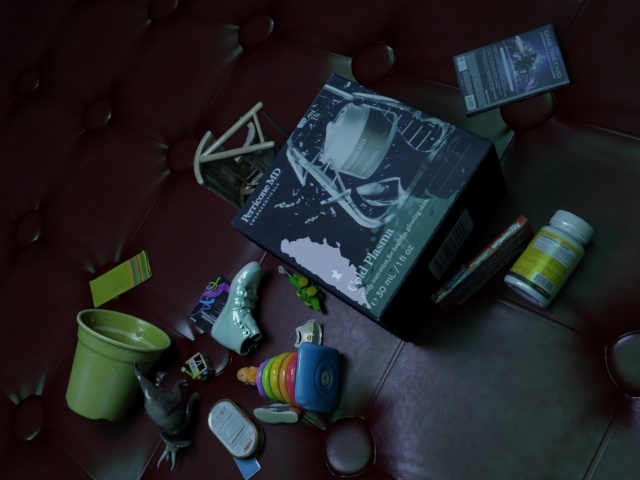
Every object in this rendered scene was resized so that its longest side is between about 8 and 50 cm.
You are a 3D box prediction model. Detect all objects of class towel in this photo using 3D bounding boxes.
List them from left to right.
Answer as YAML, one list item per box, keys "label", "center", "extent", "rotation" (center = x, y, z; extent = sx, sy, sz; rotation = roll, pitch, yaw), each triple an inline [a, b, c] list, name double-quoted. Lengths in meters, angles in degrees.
- label: "towel"
  center: [-0.658, 0.127, 2.007]
  extent: [0.237, 0.021, 0.102]
  rotation: [-28, 61, 14]

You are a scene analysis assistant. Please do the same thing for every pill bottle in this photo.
- label: "pill bottle"
  center: [0.532, 0.042, 1.417]
  extent: [0.119, 0.119, 0.208]
  rotation: [35, 88, 31]

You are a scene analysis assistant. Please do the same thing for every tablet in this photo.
- label: "tablet"
  center: [-0.197, 0.587, 1.626]
  extent: [0.054, 0.006, 0.083]
  rotation: [-42, 60, 6]

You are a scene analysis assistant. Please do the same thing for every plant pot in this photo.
- label: "plant pot"
  center: [-0.608, 0.370, 1.775]
  extent: [0.276, 0.276, 0.254]
  rotation: [23, 94, 30]

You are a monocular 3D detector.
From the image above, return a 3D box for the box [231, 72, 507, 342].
- label: "box"
  center: [0.128, -0.084, 1.540]
  extent: [0.471, 0.297, 0.480]
  rotation: [31, 85, 30]

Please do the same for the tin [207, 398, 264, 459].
- label: "tin"
  center: [-0.232, 0.508, 1.651]
  extent: [0.189, 0.040, 0.106]
  rotation: [36, 92, 34]

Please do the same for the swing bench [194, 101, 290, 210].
- label: "swing bench"
  center: [-0.202, -0.228, 1.787]
  extent: [0.254, 0.253, 0.165]
  rotation: [-25, 62, 14]

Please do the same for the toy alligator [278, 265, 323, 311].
- label: "toy alligator"
  center: [-0.045, 0.124, 1.703]
  extent: [0.051, 0.056, 0.190]
  rotation: [-22, 51, -32]

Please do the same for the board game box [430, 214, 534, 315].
- label: "board game box"
  center: [0.392, 0.066, 1.459]
  extent: [0.281, 0.145, 0.027]
  rotation: [-43, 60, 6]

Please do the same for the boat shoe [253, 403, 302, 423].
- label: "boat shoe"
  center: [-0.111, 0.452, 1.616]
  extent: [0.137, 0.049, 0.043]
  rotation: [-6, 27, 26]

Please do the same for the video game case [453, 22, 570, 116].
- label: "video game case"
  center: [0.514, -0.464, 1.668]
  extent: [0.274, 0.026, 0.196]
  rotation: [-14, 66, 19]

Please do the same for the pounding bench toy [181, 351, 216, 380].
- label: "pounding bench toy"
  center: [-0.353, 0.374, 1.752]
  extent: [0.083, 0.052, 0.065]
  rotation: [-37, 60, 9]

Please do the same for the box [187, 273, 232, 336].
- label: "box"
  center: [-0.310, 0.194, 1.812]
  extent: [0.116, 0.029, 0.162]
  rotation: [28, 86, 31]

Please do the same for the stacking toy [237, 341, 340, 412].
- label: "stacking toy"
  center: [-0.106, 0.359, 1.599]
  extent: [0.301, 0.175, 0.166]
  rotation: [-8, 69, 35]

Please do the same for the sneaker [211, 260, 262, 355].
- label: "sneaker"
  center: [-0.194, 0.196, 1.717]
  extent: [0.151, 0.094, 0.256]
  rotation: [28, 94, 36]

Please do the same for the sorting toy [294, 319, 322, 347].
- label: "sorting toy"
  center: [-0.037, 0.261, 1.653]
  extent: [0.075, 0.045, 0.083]
  rotation: [-8, 66, 31]

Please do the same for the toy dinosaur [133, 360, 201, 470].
- label: "toy dinosaur"
  center: [-0.414, 0.456, 1.663]
  extent: [0.121, 0.314, 0.160]
  rotation: [-10, 29, 11]
